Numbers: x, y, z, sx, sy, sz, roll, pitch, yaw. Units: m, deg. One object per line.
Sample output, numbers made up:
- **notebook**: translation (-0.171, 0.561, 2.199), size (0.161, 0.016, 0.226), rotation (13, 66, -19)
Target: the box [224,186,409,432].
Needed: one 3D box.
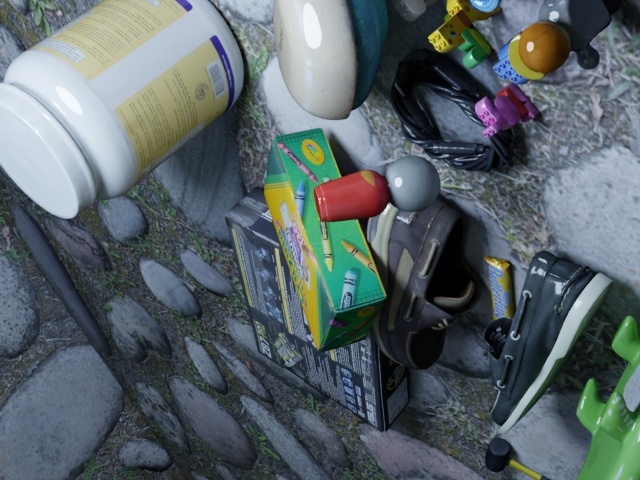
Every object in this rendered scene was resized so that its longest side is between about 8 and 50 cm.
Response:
- **box**: translation (0.002, 0.128, 1.654), size (0.318, 0.097, 0.395), rotation (26, 146, 29)

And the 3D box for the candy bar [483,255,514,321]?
- **candy bar**: translation (0.255, 0.080, 1.342), size (0.040, 0.018, 0.162), rotation (23, 145, 34)

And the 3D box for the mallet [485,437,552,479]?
- **mallet**: translation (0.362, 0.389, 1.582), size (0.189, 0.039, 0.062), rotation (21, 141, 29)

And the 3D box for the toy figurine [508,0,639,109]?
- **toy figurine**: translation (0.278, -0.207, 0.814), size (0.213, 0.148, 0.210), rotation (34, 149, 20)

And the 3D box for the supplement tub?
- **supplement tub**: translation (-0.299, -0.210, 1.375), size (0.241, 0.331, 0.241), rotation (33, 148, 23)

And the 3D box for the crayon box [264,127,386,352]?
- **crayon box**: translation (0.000, 0.000, 1.367), size (0.165, 0.081, 0.279), rotation (106, 147, -63)

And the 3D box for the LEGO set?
- **LEGO set**: translation (0.156, -0.210, 1.027), size (0.227, 0.093, 0.087), rotation (49, 151, -5)

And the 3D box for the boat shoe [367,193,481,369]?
- **boat shoe**: translation (0.151, 0.076, 1.357), size (0.130, 0.132, 0.355), rotation (26, 147, 32)

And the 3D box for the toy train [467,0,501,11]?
- **toy train**: translation (0.167, -0.304, 0.915), size (0.105, 0.080, 0.184), rotation (45, 152, 13)

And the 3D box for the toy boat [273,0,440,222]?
- **toy boat**: translation (0.039, -0.180, 1.115), size (0.267, 0.148, 0.318), rotation (156, 101, -84)

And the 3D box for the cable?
- **cable**: translation (0.157, -0.143, 1.159), size (0.184, 0.047, 0.150), rotation (41, 151, 8)

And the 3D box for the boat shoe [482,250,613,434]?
- **boat shoe**: translation (0.276, 0.138, 1.277), size (0.113, 0.127, 0.340), rotation (36, 148, 19)

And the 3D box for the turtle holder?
- **turtle holder**: translation (0.414, 0.273, 1.121), size (0.227, 0.243, 0.320), rotation (21, 105, 10)
